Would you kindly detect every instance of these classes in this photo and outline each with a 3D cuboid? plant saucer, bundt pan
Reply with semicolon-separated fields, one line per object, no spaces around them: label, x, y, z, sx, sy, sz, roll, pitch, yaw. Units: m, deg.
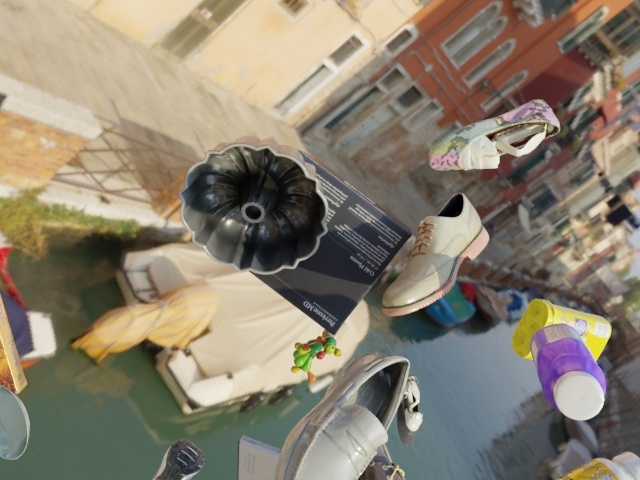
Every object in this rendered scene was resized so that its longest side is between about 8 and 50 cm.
plant saucer;-0.772;0.442;1.706;0.195;0.195;0.037;55;29;12
bundt pan;-0.139;-0.091;1.538;0.331;0.331;0.124;46;27;-20

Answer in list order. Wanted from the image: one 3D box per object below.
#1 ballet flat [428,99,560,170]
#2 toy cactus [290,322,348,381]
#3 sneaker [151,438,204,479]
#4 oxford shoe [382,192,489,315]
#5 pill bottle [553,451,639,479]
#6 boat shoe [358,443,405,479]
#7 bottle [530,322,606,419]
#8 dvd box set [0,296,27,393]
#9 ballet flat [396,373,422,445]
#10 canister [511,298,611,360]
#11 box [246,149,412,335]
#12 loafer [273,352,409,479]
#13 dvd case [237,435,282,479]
ballet flat;0.282;-0.156;1.095;0.076;0.222;0.079;78;-15;-50
toy cactus;0.008;0.285;1.849;0.112;0.180;0.219;50;-28;5
sneaker;-0.392;0.618;1.781;0.100;0.108;0.271;40;28;-1
oxford shoe;0.244;0.029;1.582;0.397;0.141;0.146;-42;114;-43
pill bottle;0.496;0.469;1.255;0.117;0.209;0.117;157;-90;-78
boat shoe;0.139;0.532;1.466;0.117;0.097;0.324;21;48;-46
bottle;0.396;0.211;1.105;0.118;0.092;0.283;68;14;2
dvd box set;-0.954;0.211;1.752;0.062;0.308;0.420;-89;171;-74
ballet flat;0.255;0.476;1.964;0.074;0.074;0.203;30;54;-53
canister;0.500;0.197;1.429;0.170;0.126;0.073;15;20;-20
box;0.000;0.000;1.718;0.343;0.312;0.179;38;8;3
loafer;0.037;0.274;0.993;0.112;0.111;0.319;50;42;-14
dvd case;-0.055;0.509;1.411;0.253;0.180;0.022;15;32;17
